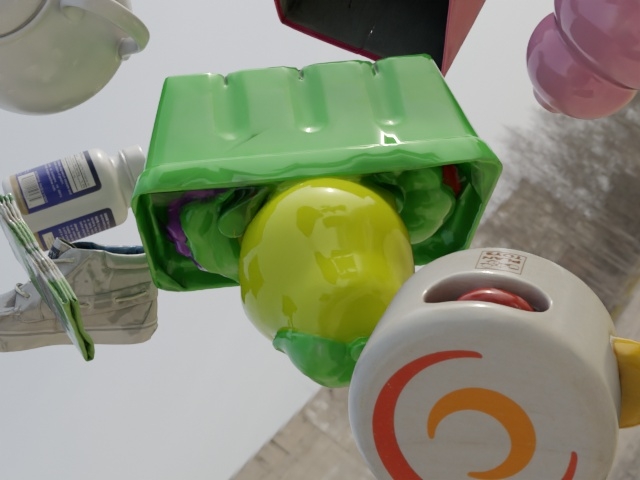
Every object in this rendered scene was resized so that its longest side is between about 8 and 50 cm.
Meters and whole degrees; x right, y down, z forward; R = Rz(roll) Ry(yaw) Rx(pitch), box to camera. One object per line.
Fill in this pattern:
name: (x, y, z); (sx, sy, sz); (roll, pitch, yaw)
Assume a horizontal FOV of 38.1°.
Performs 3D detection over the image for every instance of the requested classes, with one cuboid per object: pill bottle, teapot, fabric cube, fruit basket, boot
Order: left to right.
teapot: (-0.351, -0.277, 1.086); (0.256, 0.252, 0.187); (-26, -15, 3)
boot: (-0.313, 0.054, 1.065); (0.258, 0.095, 0.123); (-1, -74, -26)
pill bottle: (-0.321, -0.061, 1.254); (0.187, 0.112, 0.112); (-20, -25, -13)
fruit basket: (0.000, 0.000, 0.953); (0.392, 0.392, 0.283); (-49, -15, -22)
fabric cube: (0.101, -0.405, 1.189); (0.258, 0.259, 0.254); (-61, -14, -18)

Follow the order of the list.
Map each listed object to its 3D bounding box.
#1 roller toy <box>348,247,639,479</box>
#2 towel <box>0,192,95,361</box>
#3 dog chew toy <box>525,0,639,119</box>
roller toy: (0.130, 0.107, 0.703); (0.209, 0.191, 0.146); (-41, 4, 29)
towel: (-0.263, 0.035, 0.892); (0.023, 0.152, 0.113); (-32, -28, -20)
dog chew toy: (0.332, -0.248, 0.929); (0.207, 0.206, 0.332); (-39, -7, -46)
